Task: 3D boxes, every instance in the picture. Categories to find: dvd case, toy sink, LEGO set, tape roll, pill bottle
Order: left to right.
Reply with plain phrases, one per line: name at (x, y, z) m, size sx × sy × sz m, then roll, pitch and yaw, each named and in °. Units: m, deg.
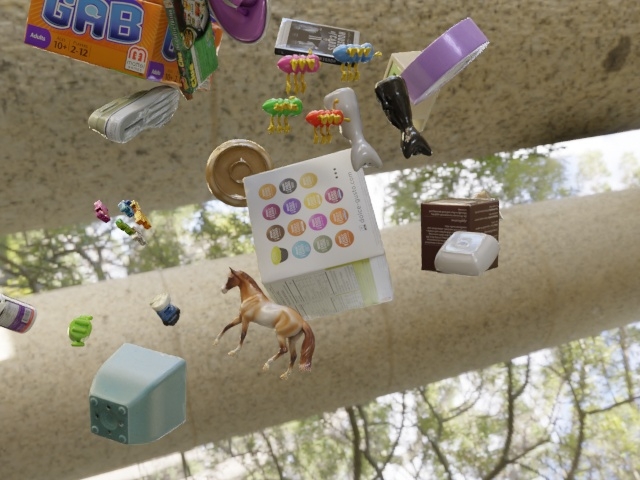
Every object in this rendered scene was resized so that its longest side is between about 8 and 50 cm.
pill bottle at (-1.095, 0.245, 2.318) m, size 0.193 × 0.108 × 0.108 m, roll 35°, pitch 21°, yaw -45°
LEGO set at (-0.591, -0.081, 2.050) m, size 0.093 × 0.087 × 0.227 m, roll 59°, pitch 6°, yaw 31°
dvd case at (-0.006, -0.582, 1.974) m, size 0.029 × 0.239 × 0.179 m, roll 101°, pitch -3°, yaw -45°
toy sink at (0.288, -0.491, 2.252) m, size 0.152 × 0.131 × 0.234 m, roll 60°, pitch -31°, yaw 32°
tape roll at (0.351, -0.514, 1.941) m, size 0.090 × 0.275 × 0.275 m, roll 52°, pitch -19°, yaw 1°

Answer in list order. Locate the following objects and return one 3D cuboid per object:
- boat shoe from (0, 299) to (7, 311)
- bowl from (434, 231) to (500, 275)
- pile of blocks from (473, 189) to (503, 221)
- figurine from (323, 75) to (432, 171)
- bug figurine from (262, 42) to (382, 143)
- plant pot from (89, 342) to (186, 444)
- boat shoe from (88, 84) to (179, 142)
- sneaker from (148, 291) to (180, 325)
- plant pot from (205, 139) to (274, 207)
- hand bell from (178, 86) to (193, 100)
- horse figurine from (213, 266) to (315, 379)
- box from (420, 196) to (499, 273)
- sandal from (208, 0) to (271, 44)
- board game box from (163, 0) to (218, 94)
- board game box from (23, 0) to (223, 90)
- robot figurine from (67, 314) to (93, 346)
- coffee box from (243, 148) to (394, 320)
boat shoe at (-0.730, 0.168, 1.305) m, size 0.079 × 0.233 × 0.084 m, roll 53°, pitch 1°, yaw -27°
bowl at (0.368, 0.026, 1.702) m, size 0.142 × 0.142 × 0.053 m, roll 7°, pitch -50°, yaw 39°
pile of blocks at (0.483, -0.016, 2.165) m, size 0.362 × 0.149 × 0.112 m, roll 94°, pitch -18°, yaw -60°
figurine at (0.135, -0.265, 1.580) m, size 0.092 × 0.215 × 0.209 m, roll 112°, pitch -41°, yaw -66°
bug figurine at (-0.004, -0.320, 1.407) m, size 0.279 × 0.217 × 0.072 m, roll 119°, pitch -42°, yaw -51°
plant pot at (-0.606, 0.516, 2.160) m, size 0.252 × 0.248 × 0.246 m, roll -39°, pitch 138°, yaw -62°
boat shoe at (-0.463, -0.335, 1.696) m, size 0.302 × 0.094 × 0.109 m, roll -51°, pitch 162°, yaw -58°
sneaker at (-0.390, 0.180, 1.714) m, size 0.084 × 0.058 × 0.152 m, roll 50°, pitch -20°, yaw -13°
plant pot at (-0.271, -0.229, 2.277) m, size 0.032 × 0.237 × 0.236 m, roll 166°, pitch -87°, yaw -81°
hand bell at (-0.436, -0.543, 2.042) m, size 0.241 × 0.126 × 0.126 m, roll 70°, pitch -16°, yaw -7°
horse figurine at (-0.113, 0.186, 1.439) m, size 0.174 × 0.264 × 0.066 m, roll -65°, pitch 165°, yaw -6°
box at (0.400, -0.016, 1.928) m, size 0.169 × 0.167 × 0.203 m, roll 7°, pitch -78°, yaw 42°
sandal at (-0.222, -0.647, 1.549) m, size 0.102 × 0.170 × 0.416 m, roll -62°, pitch 152°, yaw -48°
board game box at (-0.297, -0.485, 1.554) m, size 0.259 × 0.030 × 0.136 m, roll 87°, pitch 23°, yaw -45°
board game box at (-0.482, -0.622, 1.759) m, size 0.356 × 0.357 × 0.356 m, roll -26°, pitch 133°, yaw -73°
robot figurine at (-0.729, 0.271, 2.032) m, size 0.115 × 0.067 × 0.101 m, roll 136°, pitch -35°, yaw -58°
coffee box at (0.000, 0.000, 1.912) m, size 0.338 × 0.335 × 0.337 m, roll 68°, pitch 9°, yaw -63°
